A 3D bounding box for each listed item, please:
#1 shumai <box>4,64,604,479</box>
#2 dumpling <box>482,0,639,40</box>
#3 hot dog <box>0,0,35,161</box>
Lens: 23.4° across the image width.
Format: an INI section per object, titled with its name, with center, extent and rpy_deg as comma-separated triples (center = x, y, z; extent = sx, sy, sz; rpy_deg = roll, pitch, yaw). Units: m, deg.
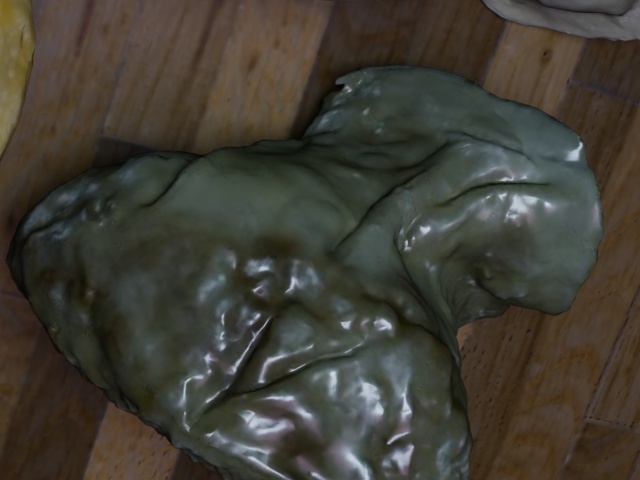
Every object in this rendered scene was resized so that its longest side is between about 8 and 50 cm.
[shumai]
center = 0.000, 0.000, 0.971
extent = 0.330, 0.292, 0.288
rpy_deg = 32, 92, -3
[dumpling]
center = 0.157, -0.203, 1.016
extent = 0.111, 0.181, 0.155
rpy_deg = -22, 156, -46
[hot dog]
center = -0.366, -0.122, 0.815
extent = 0.405, 0.223, 0.185
rpy_deg = 14, 83, -22
